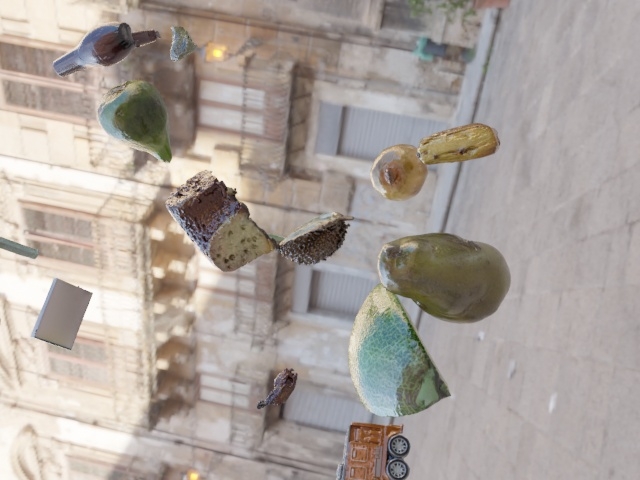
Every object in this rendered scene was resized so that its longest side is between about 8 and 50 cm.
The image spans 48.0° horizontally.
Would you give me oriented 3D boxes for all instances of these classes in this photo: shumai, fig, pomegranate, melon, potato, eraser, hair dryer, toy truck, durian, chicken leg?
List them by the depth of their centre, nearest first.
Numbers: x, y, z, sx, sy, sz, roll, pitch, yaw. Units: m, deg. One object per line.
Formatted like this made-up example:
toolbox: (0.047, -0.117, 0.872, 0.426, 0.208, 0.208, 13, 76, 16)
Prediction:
chicken leg: (-0.065, 0.238, 1.136, 0.083, 0.036, 0.021, -52, -24, -17)
durian: (0.000, 0.000, 1.533, 0.091, 0.188, 0.148, 58, -155, -5)
potato: (0.284, 0.080, 1.679, 0.218, 0.351, 0.202, 5, 77, 56)
eraser: (-0.616, 0.175, 1.717, 0.104, 0.023, 0.150, 31, -112, -41)
shumai: (-0.360, -0.506, 1.831, 0.082, 0.080, 0.083, -40, 20, -18)
melon: (0.200, 0.299, 1.849, 0.343, 0.226, 0.331, -133, 64, -81)
toy truck: (0.145, 0.741, 2.124, 0.173, 0.207, 0.387, 96, -178, -57)
fig: (-0.518, -0.337, 2.132, 0.275, 0.206, 0.206, 51, -141, -34)
hair dryer: (-0.659, -0.630, 2.340, 0.340, 0.313, 0.123, -38, -70, -55)
pomegranate: (0.270, -0.236, 2.487, 0.207, 0.207, 0.207, 11, -90, -84)

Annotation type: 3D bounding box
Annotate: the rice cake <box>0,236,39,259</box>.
rice cake: (-0.966, 0.018, 2.243, 0.033, 0.171, 0.029, -49, 34, 30)

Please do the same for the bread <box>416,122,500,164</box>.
bread: (0.405, -0.286, 2.108, 0.210, 0.235, 0.099, -35, -64, -71)

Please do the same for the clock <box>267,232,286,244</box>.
clock: (-0.222, -0.010, 2.306, 0.235, 0.235, 0.029, -33, -51, -82)

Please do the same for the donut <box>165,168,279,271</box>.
donut: (-0.191, -0.030, 1.357, 0.126, 0.186, 0.144, -37, 20, -21)
